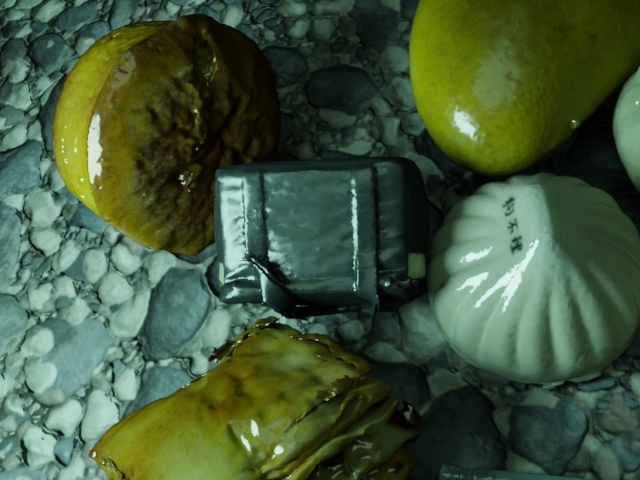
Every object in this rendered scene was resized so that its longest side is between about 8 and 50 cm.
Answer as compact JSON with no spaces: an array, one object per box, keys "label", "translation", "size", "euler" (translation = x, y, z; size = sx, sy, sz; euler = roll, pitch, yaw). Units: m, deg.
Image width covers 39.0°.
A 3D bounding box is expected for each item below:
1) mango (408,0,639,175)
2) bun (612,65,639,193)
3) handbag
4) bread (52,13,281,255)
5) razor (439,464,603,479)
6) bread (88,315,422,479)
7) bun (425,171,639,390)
[{"label":"mango","translation":[0.269,-0.258,1.154],"size":[0.302,0.220,0.444],"euler":[16,63,13]},{"label":"bun","translation":[0.519,-0.139,1.011],"size":[0.360,0.211,0.359],"euler":[-1,63,3]},{"label":"handbag","translation":[0.000,0.000,1.061],"size":[0.255,0.181,0.181],"euler":[-1,88,6]},{"label":"bread","translation":[-0.184,-0.137,1.127],"size":[0.172,0.312,0.312],"euler":[21,64,35]},{"label":"razor","translation":[0.240,0.255,0.938],"size":[0.232,0.068,0.106],"euler":[1,57,21]},{"label":"bread","translation":[-0.085,0.226,0.916],"size":[0.324,0.167,0.277],"euler":[-46,38,-17]},{"label":"bun","translation":[0.242,0.015,1.015],"size":[0.263,0.175,0.263],"euler":[-6,55,9]}]
